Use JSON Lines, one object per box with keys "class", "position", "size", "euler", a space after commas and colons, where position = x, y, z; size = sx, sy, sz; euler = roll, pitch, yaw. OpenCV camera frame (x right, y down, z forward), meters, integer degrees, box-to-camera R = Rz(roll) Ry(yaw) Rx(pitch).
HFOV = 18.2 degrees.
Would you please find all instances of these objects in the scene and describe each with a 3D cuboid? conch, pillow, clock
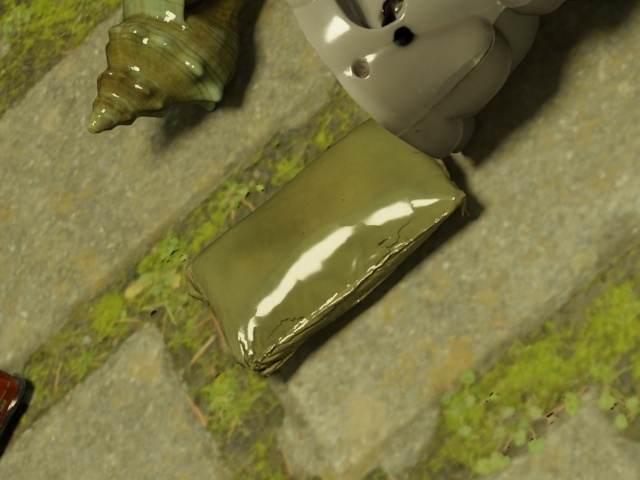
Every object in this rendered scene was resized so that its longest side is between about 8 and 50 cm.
{"class": "conch", "position": [-0.111, -0.179, 1.488], "size": [0.114, 0.137, 0.234], "euler": [14, 81, 24]}
{"class": "pillow", "position": [0.000, 0.000, 1.364], "size": [0.208, 0.053, 0.119], "euler": [-39, 51, 9]}
{"class": "clock", "position": [0.117, -0.199, 1.303], "size": [0.254, 0.189, 0.189], "euler": [-37, 50, 17]}

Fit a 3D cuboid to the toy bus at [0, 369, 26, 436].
{"class": "toy bus", "position": [-0.309, 0.108, 1.519], "size": [0.174, 0.077, 0.079], "euler": [17, 77, 41]}
